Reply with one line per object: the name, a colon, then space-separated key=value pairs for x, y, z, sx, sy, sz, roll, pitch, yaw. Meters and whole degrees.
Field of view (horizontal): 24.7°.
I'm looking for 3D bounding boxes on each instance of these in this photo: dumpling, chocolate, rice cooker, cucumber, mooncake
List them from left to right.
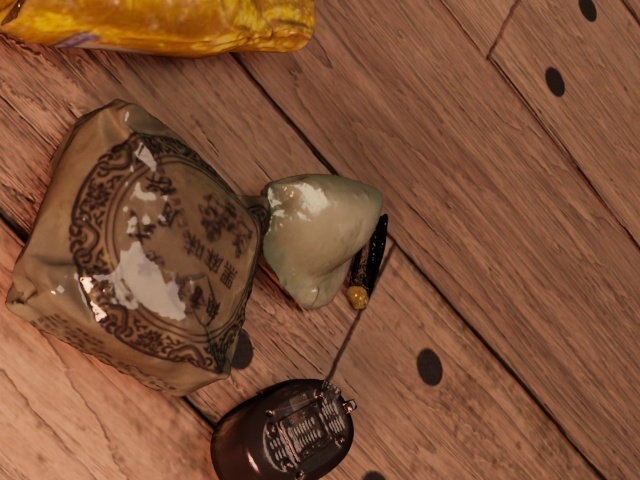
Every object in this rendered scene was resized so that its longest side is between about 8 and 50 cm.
mooncake: x=-0.170 y=0.006 z=1.479 sx=0.254 sy=0.136 sz=0.250 roll=34 pitch=56 yaw=-31
chocolate: x=-0.172 y=-0.268 z=1.571 sx=0.445 sy=0.162 sz=0.162 roll=5 pitch=70 yaw=-46
rice cooker: x=-0.038 y=0.210 z=1.555 sx=0.165 sy=0.106 sz=0.112 roll=-27 pitch=91 yaw=-36
dumpling: x=-0.006 y=-0.010 z=1.695 sx=0.105 sy=0.149 sz=0.216 roll=39 pitch=27 yaw=26
cucumber: x=0.059 y=0.023 z=1.782 sx=0.034 sy=0.033 sz=0.135 roll=79 pitch=23 yaw=-52
